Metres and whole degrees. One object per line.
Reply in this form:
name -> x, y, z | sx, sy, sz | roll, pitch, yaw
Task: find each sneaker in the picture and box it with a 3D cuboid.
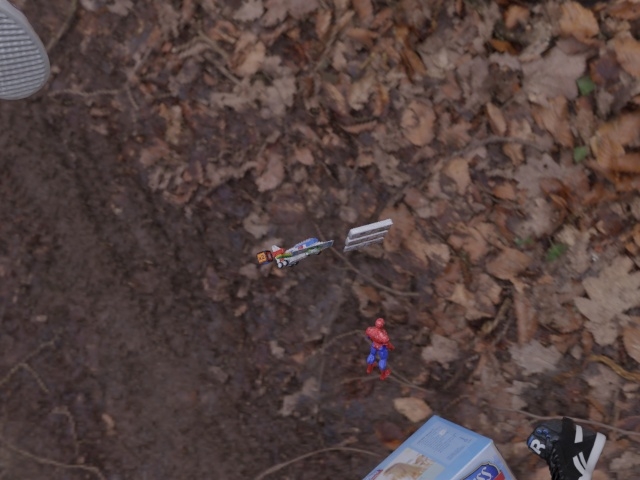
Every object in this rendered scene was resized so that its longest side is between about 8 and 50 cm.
sneaker -> 0.399, 0.382, 1.541 | 0.121, 0.217, 0.079 | 23, 121, 20
sneaker -> -0.423, -0.294, 1.054 | 0.102, 0.282, 0.161 | -32, 55, 2

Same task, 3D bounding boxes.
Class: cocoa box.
cocoa box -> 0.225, 0.572, 1.873 | 0.347, 0.228, 0.231 | -38, 18, -18

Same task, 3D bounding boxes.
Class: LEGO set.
LEGO set -> 0.000, 0.000, 1.655 | 0.244, 0.182, 0.060 | -16, 80, -6

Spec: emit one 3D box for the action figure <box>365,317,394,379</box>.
action figure -> 0.078, 0.140, 1.199 | 0.038, 0.115, 0.030 | 29, 58, 24
